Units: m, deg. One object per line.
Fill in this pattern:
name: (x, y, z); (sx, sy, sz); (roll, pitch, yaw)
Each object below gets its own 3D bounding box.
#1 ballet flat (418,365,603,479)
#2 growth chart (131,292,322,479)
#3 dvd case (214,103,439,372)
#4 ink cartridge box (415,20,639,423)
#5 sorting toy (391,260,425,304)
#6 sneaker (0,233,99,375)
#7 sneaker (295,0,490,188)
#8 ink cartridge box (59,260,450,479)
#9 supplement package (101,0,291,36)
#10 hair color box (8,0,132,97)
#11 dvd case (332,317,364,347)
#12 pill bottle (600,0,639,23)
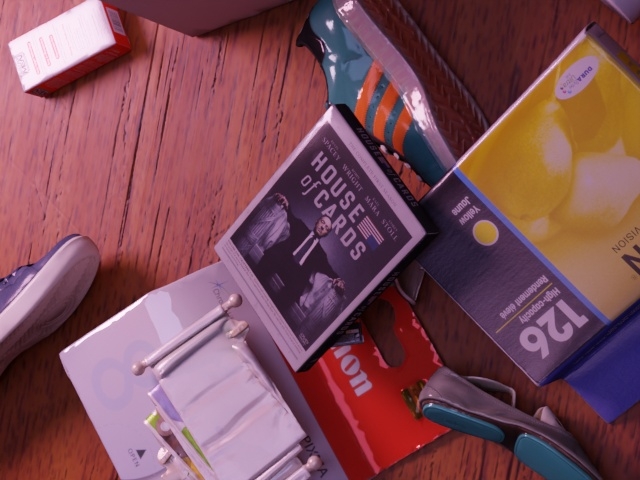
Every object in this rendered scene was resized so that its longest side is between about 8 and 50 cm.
ballet flat: (0.208, 0.192, 1.405); (0.213, 0.072, 0.068); (25, 59, 11)
growth chart: (-0.111, 0.199, 1.472); (0.172, 0.021, 0.237); (-30, 77, 2)
dvd case: (0.000, 0.000, 1.418); (0.238, 0.029, 0.179); (-49, 65, 33)
ink cartridge box: (0.271, 0.000, 1.314); (0.307, 0.072, 0.303); (46, 120, 6)
sorting toy: (0.091, 0.021, 1.450); (0.045, 0.075, 0.083); (16, 83, 14)
sneaker: (-0.422, 0.088, 1.630); (0.350, 0.131, 0.148); (-43, 77, 14)
sneaker: (0.085, -0.143, 1.466); (0.121, 0.108, 0.302); (-38, 79, 36)
ink cartridge box: (-0.071, 0.165, 1.508); (0.385, 0.091, 0.308); (-34, 75, 18)
supplement package: (-0.151, -0.354, 1.461); (0.177, 0.293, 0.175); (-17, 81, 20)
hair color box: (-0.310, -0.240, 1.653); (0.141, 0.043, 0.072); (-23, 79, 18)
dvd case: (-0.001, 0.061, 1.488); (0.087, 0.013, 0.119); (-9, 79, 6)
pill bottle: (0.358, -0.344, 1.341); (0.136, 0.136, 0.245); (44, 103, 18)
